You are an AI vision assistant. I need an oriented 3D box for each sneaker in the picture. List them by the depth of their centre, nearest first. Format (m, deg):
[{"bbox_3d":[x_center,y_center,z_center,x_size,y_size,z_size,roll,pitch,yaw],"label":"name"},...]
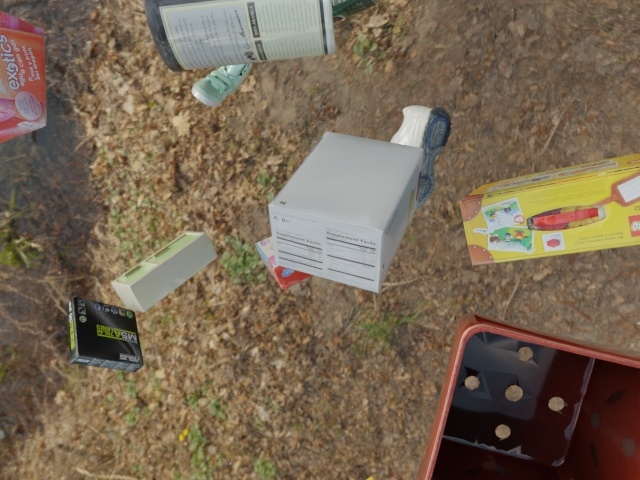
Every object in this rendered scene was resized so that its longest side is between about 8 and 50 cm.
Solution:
[{"bbox_3d":[0.225,-0.196,1.325,0.129,0.111,0.296,39,116,48],"label":"sneaker"},{"bbox_3d":[-0.289,-0.499,1.582,0.094,0.255,0.151,38,123,-8],"label":"sneaker"}]

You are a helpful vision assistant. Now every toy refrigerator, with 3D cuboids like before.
[{"bbox_3d":[-0.427,0.076,1.459,0.102,0.269,0.094,5,125,43],"label":"toy refrigerator"}]

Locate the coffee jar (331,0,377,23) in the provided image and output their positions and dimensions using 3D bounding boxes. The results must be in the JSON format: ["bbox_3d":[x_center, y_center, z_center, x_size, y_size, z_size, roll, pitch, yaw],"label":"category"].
[{"bbox_3d":[0.048,-0.624,1.386,0.185,0.096,0.078,-15,92,24],"label":"coffee jar"}]

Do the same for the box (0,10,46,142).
[{"bbox_3d":[-0.531,-0.203,0.705,0.300,0.154,0.142,-9,81,26],"label":"box"}]

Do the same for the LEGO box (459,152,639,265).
[{"bbox_3d":[0.691,-0.095,1.473,0.501,0.372,0.193,-10,98,29],"label":"LEGO box"}]

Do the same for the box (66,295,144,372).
[{"bbox_3d":[-0.572,0.251,1.399,0.045,0.184,0.191,-42,140,18],"label":"box"}]

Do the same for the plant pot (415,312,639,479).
[{"bbox_3d":[0.244,0.215,0.585,0.268,0.236,0.266,13,98,5],"label":"plant pot"}]

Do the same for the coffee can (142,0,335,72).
[{"bbox_3d":[-0.120,-0.390,0.855,0.276,0.201,0.201,-5,117,3],"label":"coffee can"}]

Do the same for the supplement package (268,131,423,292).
[{"bbox_3d":[0.056,-0.064,0.978,0.204,0.261,0.145,14,135,18],"label":"supplement package"}]

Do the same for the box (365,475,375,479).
[{"bbox_3d":[0.064,0.371,0.650,0.081,0.136,0.028,-32,123,-6],"label":"box"}]

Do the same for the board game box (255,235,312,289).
[{"bbox_3d":[0.000,0.000,1.420,0.317,0.242,0.064,-25,111,-10],"label":"board game box"}]
